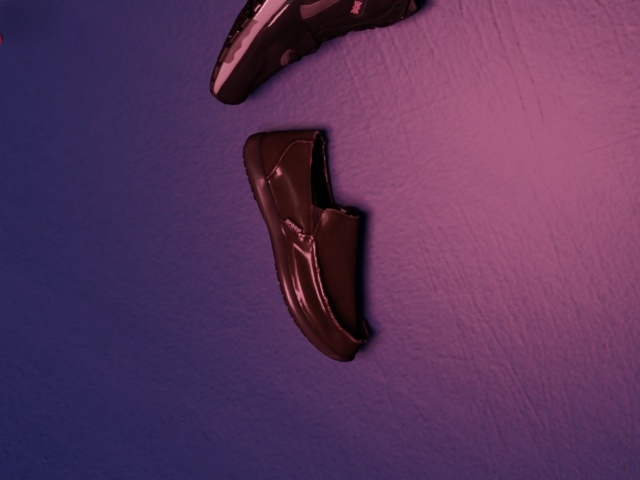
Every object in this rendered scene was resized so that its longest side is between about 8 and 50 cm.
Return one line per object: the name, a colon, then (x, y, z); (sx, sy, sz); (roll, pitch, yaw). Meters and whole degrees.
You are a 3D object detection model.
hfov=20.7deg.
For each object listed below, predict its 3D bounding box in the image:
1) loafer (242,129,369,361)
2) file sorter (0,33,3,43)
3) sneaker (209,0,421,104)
loafer: (0.000, 0.000, 1.543); (0.078, 0.080, 0.220); (-20, 91, 18)
file sorter: (-0.329, -0.336, 1.495); (0.182, 0.202, 0.290); (15, 81, 11)
sneaker: (0.016, -0.206, 1.504); (0.124, 0.107, 0.283); (34, 116, -11)
